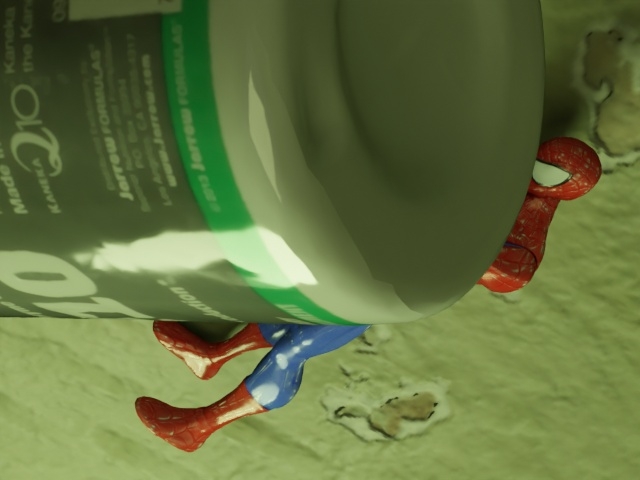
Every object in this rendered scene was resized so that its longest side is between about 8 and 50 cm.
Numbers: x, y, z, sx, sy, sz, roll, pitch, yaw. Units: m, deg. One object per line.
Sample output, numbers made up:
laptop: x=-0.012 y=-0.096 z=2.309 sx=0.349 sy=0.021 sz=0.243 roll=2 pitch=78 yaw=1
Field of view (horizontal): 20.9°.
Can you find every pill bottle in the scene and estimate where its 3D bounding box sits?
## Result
pill bottle: x=-0.110 y=-0.069 z=0.714 sx=0.361 sy=0.204 sz=0.204 roll=0 pitch=130 yaw=35

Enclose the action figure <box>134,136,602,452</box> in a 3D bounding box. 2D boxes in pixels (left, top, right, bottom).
action figure: x=0.000 y=0.000 z=0.854 sx=0.280 sy=0.091 sz=0.139 roll=-27 pitch=127 yaw=29
